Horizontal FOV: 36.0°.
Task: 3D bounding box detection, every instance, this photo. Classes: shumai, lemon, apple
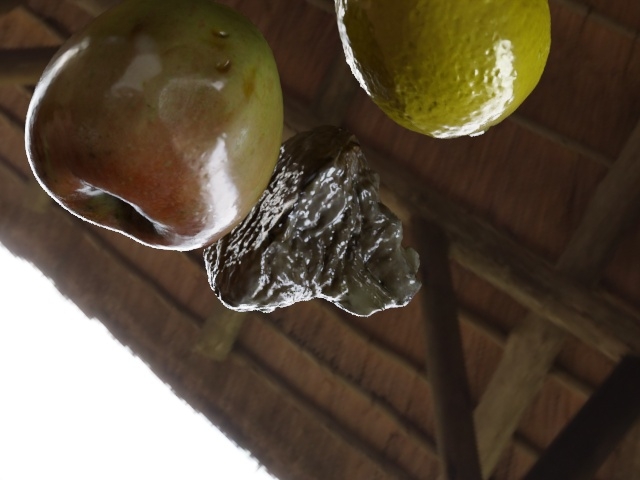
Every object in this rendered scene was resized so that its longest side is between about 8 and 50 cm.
[{"bbox_3d":[0.002,0.002,1.570,0.283,0.346,0.217,39,-24,-30],"label":"shumai"},{"bbox_3d":[0.139,-0.267,1.154,0.245,0.245,0.319,9,-53,53],"label":"lemon"},{"bbox_3d":[-0.212,-0.166,1.302,0.339,0.304,0.338,17,-19,6],"label":"apple"}]
